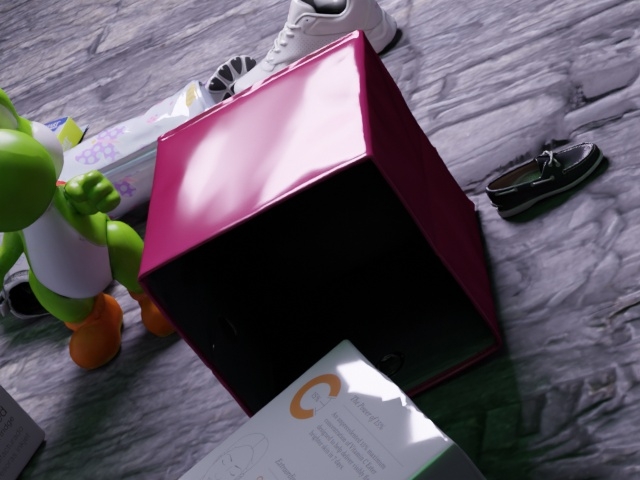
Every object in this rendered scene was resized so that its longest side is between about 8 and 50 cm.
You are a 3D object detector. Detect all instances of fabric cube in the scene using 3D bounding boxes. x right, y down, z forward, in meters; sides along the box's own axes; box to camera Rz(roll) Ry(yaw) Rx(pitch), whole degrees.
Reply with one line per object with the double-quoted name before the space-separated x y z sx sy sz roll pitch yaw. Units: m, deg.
"fabric cube" 0.000 0.000 1.632 0.254 0.259 0.258 -28 29 15

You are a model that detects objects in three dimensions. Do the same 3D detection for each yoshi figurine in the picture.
"yoshi figurine" -0.302 -0.007 1.842 0.203 0.362 0.203 6 49 48

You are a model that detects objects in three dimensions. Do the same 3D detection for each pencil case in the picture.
"pencil case" -0.244 -0.101 2.137 0.273 0.113 0.124 -27 -10 2

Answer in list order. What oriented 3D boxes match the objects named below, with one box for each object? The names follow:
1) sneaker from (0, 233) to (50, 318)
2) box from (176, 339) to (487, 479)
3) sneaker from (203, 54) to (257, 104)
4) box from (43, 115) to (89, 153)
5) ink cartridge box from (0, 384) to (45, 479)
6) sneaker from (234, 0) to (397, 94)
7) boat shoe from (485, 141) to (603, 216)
"sneaker" -0.390 0.043 2.119 0.281 0.105 0.115 0 49 47
"box" -0.027 0.281 1.352 0.345 0.168 0.215 -40 30 -5
"sneaker" -0.152 -0.188 2.240 0.170 0.068 0.071 -43 25 -11
"box" -0.419 -0.113 2.430 0.109 0.042 0.178 -14 38 33
"ink cartridge box" -0.527 0.187 1.767 0.166 0.395 0.285 -5 43 43
"sneaker" -0.024 -0.262 2.161 0.232 0.115 0.090 -31 30 9
"boat shoe" 0.229 -0.070 1.711 0.125 0.038 0.046 -28 31 15
